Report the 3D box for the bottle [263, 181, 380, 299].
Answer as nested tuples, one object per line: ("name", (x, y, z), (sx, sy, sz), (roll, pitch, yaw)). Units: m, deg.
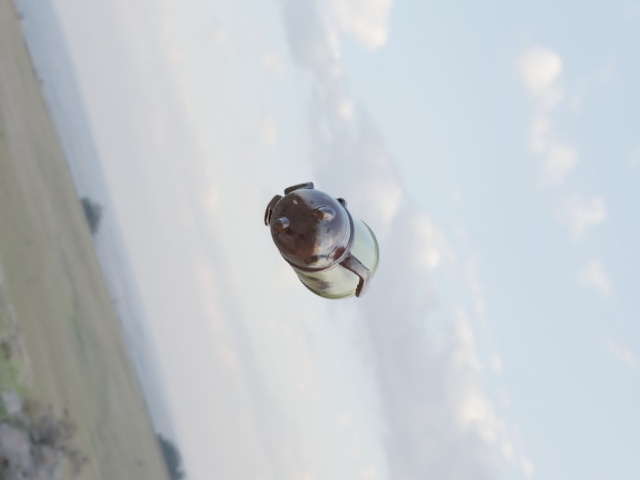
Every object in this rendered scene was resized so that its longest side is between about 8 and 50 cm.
("bottle", (-0.002, 0.000, 0.689), (0.101, 0.063, 0.047), (44, 58, -73))
